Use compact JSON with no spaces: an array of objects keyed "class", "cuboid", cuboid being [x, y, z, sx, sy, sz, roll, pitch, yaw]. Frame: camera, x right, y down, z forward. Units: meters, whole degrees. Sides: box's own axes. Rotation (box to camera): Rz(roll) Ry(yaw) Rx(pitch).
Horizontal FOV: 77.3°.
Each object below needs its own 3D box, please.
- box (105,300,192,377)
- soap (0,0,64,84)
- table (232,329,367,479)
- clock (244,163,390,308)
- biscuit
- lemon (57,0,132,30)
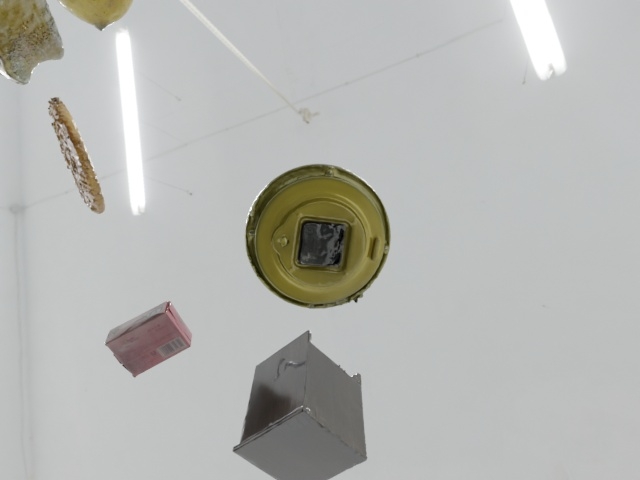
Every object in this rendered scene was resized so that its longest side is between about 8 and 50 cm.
[{"class":"box","cuboid":[-0.376,0.216,0.885,0.156,0.060,0.111,-27,-64,-5]},{"class":"soap","cuboid":[-0.402,-0.285,0.386,0.258,0.160,0.080,31,-119,3]},{"class":"table","cuboid":[-0.034,0.323,0.766,0.173,0.193,0.169,-37,-68,20]},{"class":"clock","cuboid":[0.000,0.000,0.616,0.237,0.057,0.236,-1,-79,-7]},{"class":"biscuit","cuboid":[-0.528,-0.175,0.864,0.254,0.035,0.253,36,-41,40]},{"class":"lemon","cuboid":[-0.673,-0.780,1.191,0.229,0.228,0.253,32,-87,22]}]
